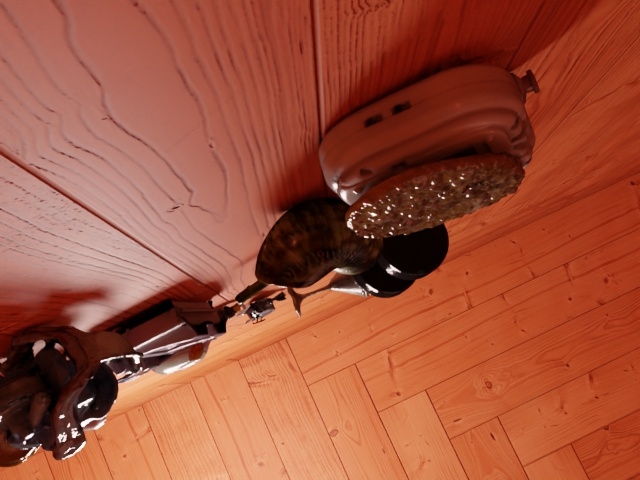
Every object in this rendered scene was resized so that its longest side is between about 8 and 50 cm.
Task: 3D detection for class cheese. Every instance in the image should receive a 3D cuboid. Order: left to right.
[{"bbox_3d":[-0.394,0.304,1.739,0.286,0.074,0.189,-26,168,9],"label":"cheese"}]

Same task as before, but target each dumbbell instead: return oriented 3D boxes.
[{"bbox_3d":[0.160,0.024,1.433,0.152,0.152,0.218,-22,168,-19],"label":"dumbbell"}]

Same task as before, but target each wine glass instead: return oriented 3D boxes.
[{"bbox_3d":[0.013,0.114,1.686,0.183,0.122,0.122,-19,169,-2],"label":"wine glass"}]

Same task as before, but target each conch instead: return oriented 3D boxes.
[{"bbox_3d":[0.000,-0.003,1.034,0.187,0.124,0.181,-2,-175,14],"label":"conch"}]

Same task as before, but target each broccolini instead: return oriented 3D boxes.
[{"bbox_3d":[-0.043,0.047,1.322,0.271,0.062,0.123,-30,155,-4],"label":"broccolini"}]

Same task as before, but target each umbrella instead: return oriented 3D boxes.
[{"bbox_3d":[-0.248,0.181,1.570,0.144,0.040,0.037,-22,160,-25],"label":"umbrella"}]

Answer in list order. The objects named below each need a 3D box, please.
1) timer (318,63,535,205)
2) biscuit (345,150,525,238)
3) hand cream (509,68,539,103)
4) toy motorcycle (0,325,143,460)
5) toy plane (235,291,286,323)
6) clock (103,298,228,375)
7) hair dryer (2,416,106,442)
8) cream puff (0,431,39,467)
[{"bbox_3d":[0.134,-0.102,0.825,0.237,0.087,0.262,-21,162,19],"label":"timer"},{"bbox_3d":[0.131,-0.049,0.788,0.219,0.033,0.220,-13,165,-4],"label":"biscuit"},{"bbox_3d":[0.177,-0.160,0.888,0.209,0.043,0.067,-23,164,17],"label":"hand cream"},{"bbox_3d":[-0.400,0.254,1.097,0.241,0.182,0.319,-8,160,-11],"label":"toy motorcycle"},{"bbox_3d":[-0.157,0.168,1.702,0.078,0.053,0.197,-38,166,22],"label":"toy plane"},{"bbox_3d":[-0.301,0.184,1.335,0.186,0.083,0.253,-28,169,9],"label":"clock"},{"bbox_3d":[-0.566,0.345,1.472,0.189,0.107,0.344,-5,176,-20],"label":"hair dryer"},{"bbox_3d":[-0.715,0.453,1.587,0.144,0.126,0.103,-12,-179,-20],"label":"cream puff"}]
